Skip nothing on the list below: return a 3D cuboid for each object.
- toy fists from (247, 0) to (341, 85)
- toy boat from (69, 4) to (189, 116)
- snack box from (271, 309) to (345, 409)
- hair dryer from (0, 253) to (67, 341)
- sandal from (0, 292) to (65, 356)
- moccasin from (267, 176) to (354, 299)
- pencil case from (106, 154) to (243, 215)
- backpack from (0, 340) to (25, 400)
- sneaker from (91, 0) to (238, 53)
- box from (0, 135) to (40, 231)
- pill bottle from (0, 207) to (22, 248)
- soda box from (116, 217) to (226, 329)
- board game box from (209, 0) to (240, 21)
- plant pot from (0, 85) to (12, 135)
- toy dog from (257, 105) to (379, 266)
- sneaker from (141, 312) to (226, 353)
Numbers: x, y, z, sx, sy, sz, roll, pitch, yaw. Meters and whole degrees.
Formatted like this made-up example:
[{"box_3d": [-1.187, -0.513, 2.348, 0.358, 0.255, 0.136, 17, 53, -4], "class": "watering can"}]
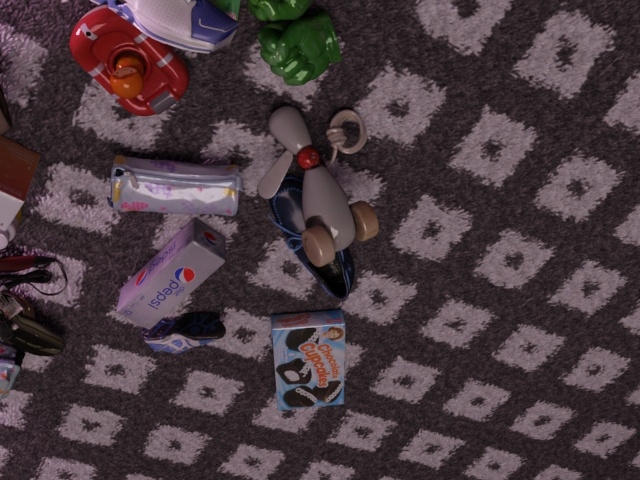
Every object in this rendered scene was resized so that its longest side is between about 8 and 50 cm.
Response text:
[{"box_3d": [-0.055, -0.407, 1.373, 0.142, 0.096, 0.279, -22, 134, -5], "class": "toy fists"}, {"box_3d": [-0.353, -0.315, 1.394, 0.151, 0.151, 0.231, -32, 126, 17], "class": "toy boat"}, {"box_3d": [-0.030, 0.321, 2.014, 0.187, 0.060, 0.321, -5, 129, -4], "class": "snack box"}, {"box_3d": [-0.723, 0.057, 1.666, 0.080, 0.223, 0.293, -13, 121, 40], "class": "hair dryer"}, {"box_3d": [-0.727, 0.180, 1.798, 0.120, 0.086, 0.302, -12, 143, 21], "class": "sandal"}, {"box_3d": [0.000, 0.000, 1.718, 0.138, 0.116, 0.342, -28, 127, 15], "class": "moccasin"}, {"box_3d": [-0.302, -0.115, 1.587, 0.273, 0.113, 0.124, 4, 150, -12], "class": "pencil case"}, {"box_3d": [-0.843, 0.315, 1.854, 0.189, 0.144, 0.166, 23, 128, -20], "class": "backpack"}, {"box_3d": [-0.279, -0.456, 1.273, 0.316, 0.127, 0.182, 27, 118, -1], "class": "sneaker"}, {"box_3d": [-0.647, -0.124, 1.499, 0.130, 0.170, 0.091, 28, 120, -28], "class": "box"}, {"box_3d": [-0.674, -0.035, 1.603, 0.065, 0.116, 0.065, -3, 129, -4], "class": "pill bottle"}, {"box_3d": [-0.345, 0.081, 1.757, 0.098, 0.091, 0.286, 35, 117, -29], "class": "soda box"}, {"box_3d": [-0.182, -0.479, 1.351, 0.092, 0.043, 0.181, 7, 128, -12], "class": "board game box"}, {"box_3d": [-0.718, -0.250, 1.333, 0.281, 0.323, 0.323, -20, 131, -13], "class": "plant pot"}, {"box_3d": [-0.014, -0.102, 1.578, 0.220, 0.333, 0.161, -2, 167, -23], "class": "toy dog"}, {"box_3d": [-0.337, 0.236, 1.903, 0.211, 0.080, 0.081, -3, 136, 8], "class": "sneaker"}]
